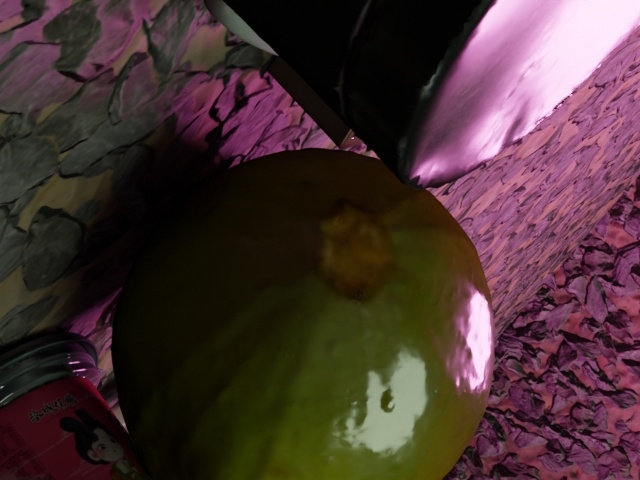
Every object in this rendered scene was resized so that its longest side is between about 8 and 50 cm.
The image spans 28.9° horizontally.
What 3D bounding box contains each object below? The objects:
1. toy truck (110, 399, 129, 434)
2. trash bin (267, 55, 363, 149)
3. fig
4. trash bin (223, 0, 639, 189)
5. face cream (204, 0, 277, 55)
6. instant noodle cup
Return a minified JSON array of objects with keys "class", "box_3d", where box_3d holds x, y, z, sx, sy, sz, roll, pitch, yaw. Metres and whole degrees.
[{"class":"toy truck","box_3d":[-0.103,0.149,1.348,0.286,0.136,0.111,-37,-177,-24]},{"class":"trash bin","box_3d":[0.009,-0.123,1.004,0.043,0.092,0.061,-53,162,29]},{"class":"fig","box_3d":[-0.008,0.081,1.024,0.343,0.343,0.343,-41,164,-15]},{"class":"trash bin","box_3d":[-0.006,-0.190,0.425,0.203,0.301,0.252,-41,166,-18]},{"class":"face cream","box_3d":[0.042,-0.248,0.813,0.291,0.071,0.144,-49,164,17]},{"class":"instant noodle cup","box_3d":[-0.247,0.232,1.085,0.302,0.181,0.258,-27,157,-47]}]
